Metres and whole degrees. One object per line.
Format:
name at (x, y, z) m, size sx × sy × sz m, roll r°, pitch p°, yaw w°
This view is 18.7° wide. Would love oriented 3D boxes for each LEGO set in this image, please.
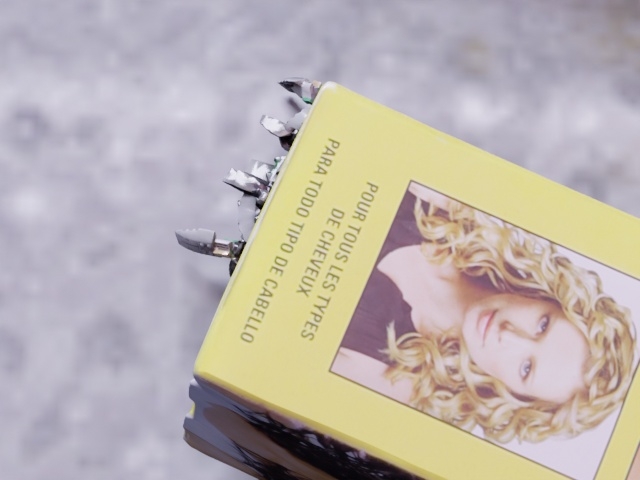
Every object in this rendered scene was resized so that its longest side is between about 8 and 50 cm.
LEGO set at (0.003, 0.000, 0.400) m, size 0.054 × 0.023 × 0.083 m, roll -26°, pitch 73°, yaw -15°

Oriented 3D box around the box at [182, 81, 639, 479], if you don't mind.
box at (0.092, 0.053, 0.344) m, size 0.232 × 0.087 × 0.058 m, roll 23°, pitch 76°, yaw 2°
